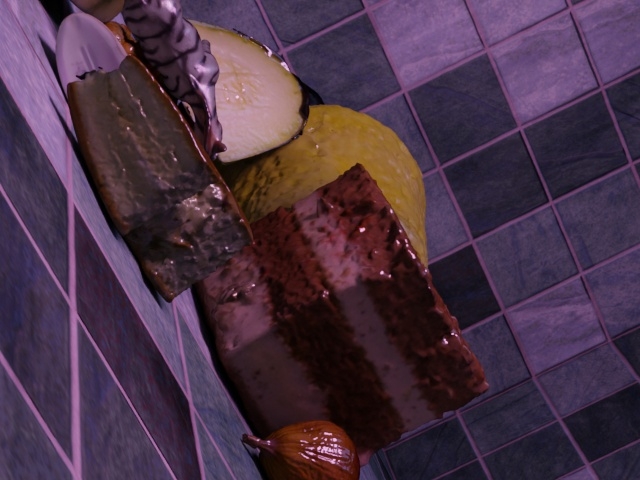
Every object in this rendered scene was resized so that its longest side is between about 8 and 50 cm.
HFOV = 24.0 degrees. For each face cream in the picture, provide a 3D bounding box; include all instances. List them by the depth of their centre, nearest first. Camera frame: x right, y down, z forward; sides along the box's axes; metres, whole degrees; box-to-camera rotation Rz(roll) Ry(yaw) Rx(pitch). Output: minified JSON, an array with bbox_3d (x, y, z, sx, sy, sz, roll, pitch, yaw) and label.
[{"bbox_3d":[-0.222,-0.142,1.814,0.348,0.081,0.174,58,8,-77],"label":"face cream"}]

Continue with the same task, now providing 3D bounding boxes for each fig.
[{"bbox_3d":[-0.029,0.271,1.768,0.119,0.153,0.119,10,-79,58],"label":"fig"}]

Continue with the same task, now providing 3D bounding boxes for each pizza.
[{"bbox_3d":[-0.238,-0.192,2.110,0.226,0.086,0.335,62,0,19],"label":"pizza"}]

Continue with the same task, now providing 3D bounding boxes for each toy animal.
[{"bbox_3d":[-0.169,-0.225,1.853,0.255,0.089,0.170,61,7,-8],"label":"toy animal"}]

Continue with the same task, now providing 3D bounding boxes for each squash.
[{"bbox_3d":[-0.119,-0.223,2.074,0.237,0.155,0.204,62,3,9],"label":"squash"}]

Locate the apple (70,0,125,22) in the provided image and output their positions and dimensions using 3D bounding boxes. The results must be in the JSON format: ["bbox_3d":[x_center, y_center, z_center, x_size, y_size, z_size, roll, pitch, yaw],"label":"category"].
[{"bbox_3d":[-0.350,-0.461,1.941,0.360,0.311,0.320,14,90,-79],"label":"apple"}]

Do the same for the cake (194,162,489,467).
[{"bbox_3d":[0.015,0.105,1.905,0.282,0.290,0.256,62,1,-31],"label":"cake"}]

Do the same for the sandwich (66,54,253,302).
[{"bbox_3d":[-0.175,-0.067,1.580,0.236,0.122,0.128,60,0,-40],"label":"sandwich"}]

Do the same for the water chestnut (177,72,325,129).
[{"bbox_3d":[-0.133,-0.170,2.483,0.244,0.289,0.289,29,10,-12],"label":"water chestnut"}]

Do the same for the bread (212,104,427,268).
[{"bbox_3d":[0.000,0.000,2.169,0.308,0.348,0.348,-108,172,-62],"label":"bread"}]
